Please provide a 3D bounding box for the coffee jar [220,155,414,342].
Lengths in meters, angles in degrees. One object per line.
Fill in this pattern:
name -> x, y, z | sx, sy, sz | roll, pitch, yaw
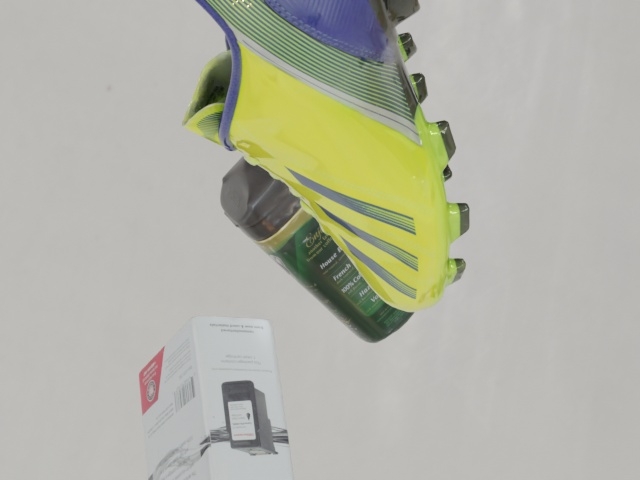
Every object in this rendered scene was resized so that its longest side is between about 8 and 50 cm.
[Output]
coffee jar -> 0.000, 0.000, 1.385 | 0.079, 0.096, 0.184 | -47, 118, 0

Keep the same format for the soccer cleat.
soccer cleat -> -0.002, -0.060, 0.802 | 0.121, 0.289, 0.093 | -20, 49, 1

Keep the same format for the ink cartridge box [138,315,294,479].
ink cartridge box -> -0.071, 0.141, 1.116 | 0.063, 0.109, 0.150 | 4, 64, -27
